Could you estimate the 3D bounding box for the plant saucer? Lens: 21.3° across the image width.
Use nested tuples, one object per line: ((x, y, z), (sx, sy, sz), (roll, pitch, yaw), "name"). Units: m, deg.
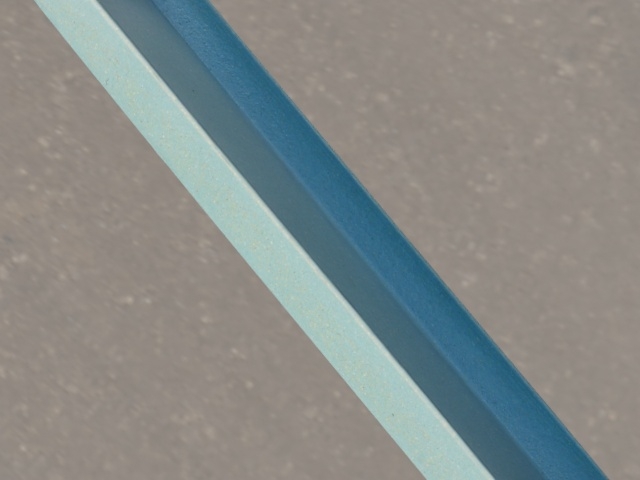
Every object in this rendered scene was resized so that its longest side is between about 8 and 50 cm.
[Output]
((0.000, 0.000, 0.414), (0.018, 0.192, 0.067), (-44, 169, 20), "plant saucer")
